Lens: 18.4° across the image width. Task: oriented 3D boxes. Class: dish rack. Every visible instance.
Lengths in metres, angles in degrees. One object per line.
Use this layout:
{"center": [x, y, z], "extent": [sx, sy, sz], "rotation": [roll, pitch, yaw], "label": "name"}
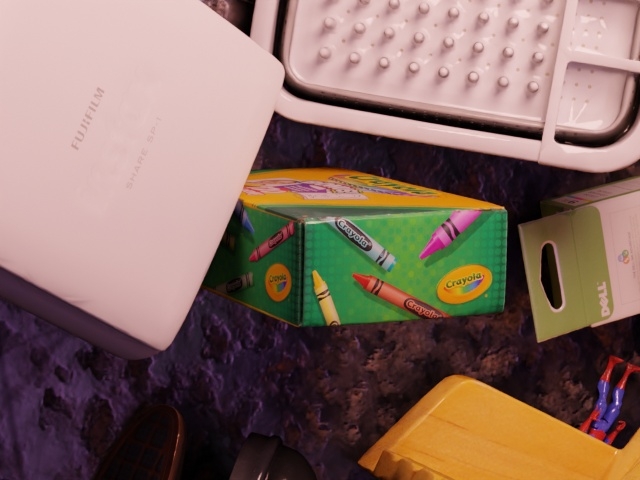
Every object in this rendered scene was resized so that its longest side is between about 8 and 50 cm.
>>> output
{"center": [0.122, -0.215, 1.574], "extent": [0.333, 0.072, 0.285], "rotation": [10, 94, 3], "label": "dish rack"}

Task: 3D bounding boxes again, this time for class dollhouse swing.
{"center": [0.273, 0.135, 1.578], "extent": [0.315, 0.347, 0.305], "rotation": [28, 86, -23], "label": "dollhouse swing"}

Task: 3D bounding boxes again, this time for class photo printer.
{"center": [-0.181, -0.085, 1.341], "extent": [0.307, 0.107, 0.256], "rotation": [34, 75, -46], "label": "photo printer"}

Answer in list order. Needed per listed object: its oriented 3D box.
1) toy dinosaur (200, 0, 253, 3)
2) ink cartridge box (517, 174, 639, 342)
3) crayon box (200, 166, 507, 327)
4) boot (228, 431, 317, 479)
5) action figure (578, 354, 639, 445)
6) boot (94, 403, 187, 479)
{"center": [-0.086, -0.210, 1.554], "extent": [0.090, 0.047, 0.082], "rotation": [21, 69, -17], "label": "toy dinosaur"}
{"center": [0.256, 0.010, 1.738], "extent": [0.209, 0.062, 0.109], "rotation": [-15, 103, -24], "label": "ink cartridge box"}
{"center": [0.000, 0.000, 1.489], "extent": [0.165, 0.278, 0.081], "rotation": [-3, 99, -26], "label": "crayon box"}
{"center": [0.123, 0.360, 1.530], "extent": [0.445, 0.146, 0.367], "rotation": [10, 100, 5], "label": "boot"}
{"center": [0.254, 0.162, 1.779], "extent": [0.038, 0.030, 0.115], "rotation": [25, 88, -30], "label": "action figure"}
{"center": [-0.134, 0.245, 1.586], "extent": [0.106, 0.082, 0.219], "rotation": [27, 79, -49], "label": "boot"}
